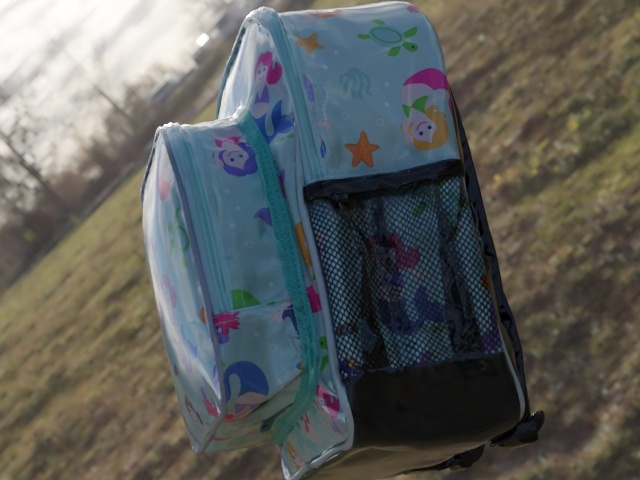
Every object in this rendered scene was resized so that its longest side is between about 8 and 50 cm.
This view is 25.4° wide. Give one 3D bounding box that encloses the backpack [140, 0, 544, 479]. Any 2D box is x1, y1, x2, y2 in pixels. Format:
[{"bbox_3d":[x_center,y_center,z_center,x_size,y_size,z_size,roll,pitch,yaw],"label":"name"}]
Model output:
[{"bbox_3d":[0.000,0.000,0.782,0.225,0.191,0.253,125,141,-71],"label":"backpack"}]
